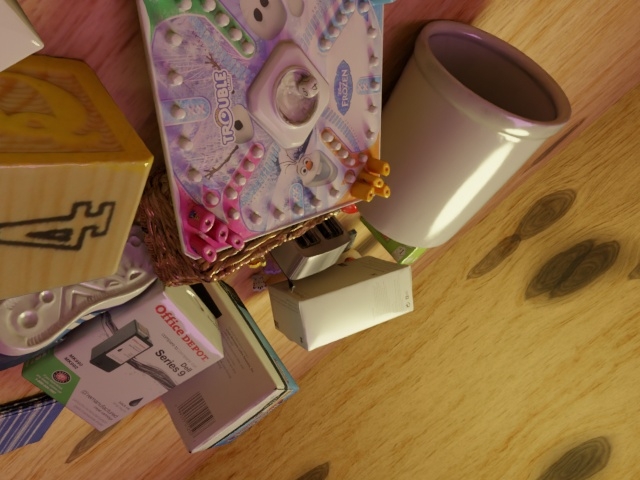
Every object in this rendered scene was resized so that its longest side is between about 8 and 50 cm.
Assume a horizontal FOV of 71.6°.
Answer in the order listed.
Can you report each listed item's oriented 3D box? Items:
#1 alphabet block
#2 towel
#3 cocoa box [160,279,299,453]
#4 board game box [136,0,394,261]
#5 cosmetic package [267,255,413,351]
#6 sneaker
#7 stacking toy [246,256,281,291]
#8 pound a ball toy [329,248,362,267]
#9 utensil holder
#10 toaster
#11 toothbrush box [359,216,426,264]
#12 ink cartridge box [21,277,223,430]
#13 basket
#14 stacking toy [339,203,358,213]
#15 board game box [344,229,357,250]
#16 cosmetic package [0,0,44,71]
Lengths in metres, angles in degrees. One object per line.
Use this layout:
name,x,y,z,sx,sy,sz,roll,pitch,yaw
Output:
alphabet block,-0.330,-0.070,0.483,0.194,0.192,0.197,-16,148,-48
towel,-0.776,0.447,1.003,0.243,0.040,0.336,-48,155,25
cocoa box,-0.254,0.281,1.069,0.232,0.347,0.228,-37,159,-4
board game box,-0.032,-0.200,0.622,0.390,0.050,0.389,-22,122,-37
cosmetic package,0.063,0.173,1.335,0.386,0.217,0.156,-13,104,-30
sneaker,-0.444,0.097,0.764,0.236,0.130,0.323,-23,-166,37
stacking toy,-0.093,0.068,1.223,0.222,0.052,0.167,-11,152,-12
pound a ball toy,0.078,0.154,1.533,0.319,0.208,0.135,-22,153,-35
utensil holder,0.269,-0.214,0.978,0.328,0.327,0.385,-22,155,-37
toaster,-0.039,0.000,1.085,0.168,0.185,0.110,-20,156,-38
toothbrush box,0.302,-0.091,1.410,0.283,0.206,0.122,-49,157,22
ink cartridge box,-0.369,0.204,0.868,0.289,0.121,0.211,-31,123,-2
basket,-0.160,-0.072,0.779,0.299,0.213,0.223,-31,-169,-35
stacking toy,0.193,-0.102,1.210,0.331,0.141,0.141,3,140,-22
board game box,0.078,0.010,1.503,0.090,0.020,0.090,-29,157,-24
cosmetic package,-0.353,-0.218,0.201,0.197,0.155,0.365,-35,158,-9
